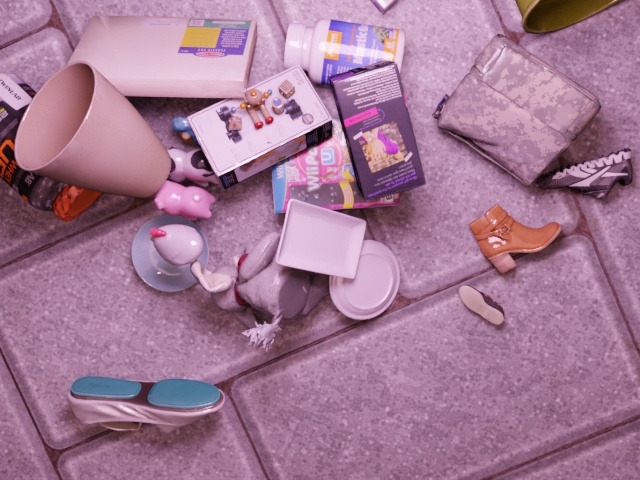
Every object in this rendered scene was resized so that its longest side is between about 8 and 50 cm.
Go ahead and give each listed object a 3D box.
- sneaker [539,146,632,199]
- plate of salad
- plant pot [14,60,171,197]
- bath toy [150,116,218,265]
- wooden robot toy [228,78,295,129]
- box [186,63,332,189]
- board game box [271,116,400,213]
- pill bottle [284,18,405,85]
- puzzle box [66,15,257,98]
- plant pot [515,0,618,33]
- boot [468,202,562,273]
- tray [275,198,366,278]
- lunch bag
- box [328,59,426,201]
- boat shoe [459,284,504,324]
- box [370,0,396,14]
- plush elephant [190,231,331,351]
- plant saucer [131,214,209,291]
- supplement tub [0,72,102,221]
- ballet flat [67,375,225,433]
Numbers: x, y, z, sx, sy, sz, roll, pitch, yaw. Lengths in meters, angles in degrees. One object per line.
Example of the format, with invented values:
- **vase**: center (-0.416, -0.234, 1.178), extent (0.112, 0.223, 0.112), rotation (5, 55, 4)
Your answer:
- **sneaker**: center (0.651, -0.144, 1.671), extent (0.234, 0.078, 0.106), rotation (-16, 91, 1)
- **plate of salad**: center (0.107, 0.096, 1.704), extent (0.200, 0.048, 0.200), rotation (-4, 100, -25)
- **plant pot**: center (-0.470, -0.205, 1.507), extent (0.256, 0.274, 0.256), rotation (-17, 58, 29)
- **bath toy**: center (-0.328, -0.114, 1.623), extent (0.151, 0.129, 0.348), rotation (-8, 65, 37)
- **wooden robot toy**: center (-0.130, -0.300, 1.499), extent (0.173, 0.079, 0.076), rotation (-28, 74, -7)
- **box**: center (-0.137, -0.259, 1.574), extent (0.290, 0.087, 0.169), rotation (-28, 74, -8)
- **board game box**: center (0.033, -0.183, 1.678), extent (0.303, 0.097, 0.224), rotation (-4, 93, 2)
- **pill bottle**: center (0.055, -0.440, 1.630), extent (0.272, 0.152, 0.152), rotation (8, 94, 0)
- **puzzle box**: center (-0.360, -0.430, 1.603), extent (0.409, 0.272, 0.052), rotation (2, 136, 2)
- **plant pot**: center (0.547, -0.714, 1.525), extent (0.366, 0.366, 0.353), rotation (-23, 81, 3)
- **boot**: center (0.477, -0.030, 1.689), extent (0.197, 0.073, 0.152), rotation (-34, 88, 1)
- **tray**: center (0.000, 0.000, 1.561), extent (0.030, 0.270, 0.145), rotation (12, 89, 42)
- **lunch bag**: center (0.447, -0.300, 1.602), extent (0.305, 0.212, 0.256), rotation (34, 111, 2)
- **box**: center (0.123, -0.245, 1.518), extent (0.143, 0.165, 0.270), rotation (-15, 107, 2)
- **boat shoe**: center (0.402, 0.156, 1.719), extent (0.133, 0.042, 0.049), rotation (38, 119, 0)
- **box**: center (0.067, -0.690, 1.656), extent (0.067, 0.063, 0.324), rotation (-41, 92, 5)
- **plush elephant**: center (-0.150, 0.097, 1.646), extent (0.255, 0.272, 0.330), rotation (14, 57, 35)
- **plant saucer**: center (-0.374, 0.031, 1.733), extent (0.195, 0.037, 0.195), rotation (0, 94, 2)
- **supplement tub**: center (-0.677, -0.215, 1.639), extent (0.338, 0.207, 0.207), rotation (42, 94, -1)
- **ballet flat**: center (-0.432, 0.419, 1.730), extent (0.400, 0.139, 0.139), rotation (2, 94, 6)
